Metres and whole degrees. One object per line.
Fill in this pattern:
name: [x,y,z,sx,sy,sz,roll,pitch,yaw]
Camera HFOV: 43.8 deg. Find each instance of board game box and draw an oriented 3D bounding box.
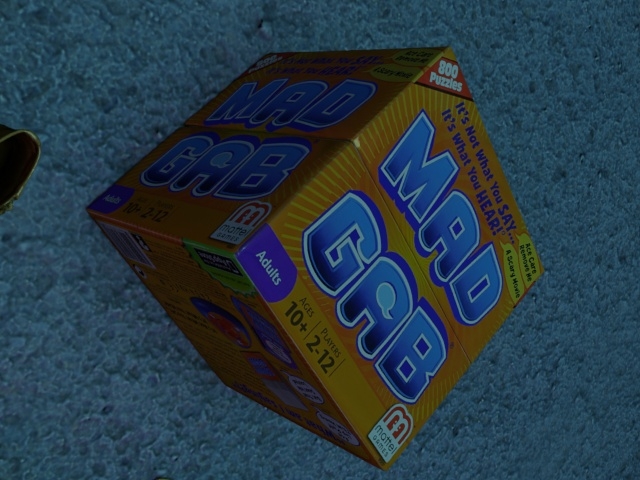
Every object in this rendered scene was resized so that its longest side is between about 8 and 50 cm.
board game box: [0.000,0.000,1.035,0.356,0.357,0.356,-46,124,-23]

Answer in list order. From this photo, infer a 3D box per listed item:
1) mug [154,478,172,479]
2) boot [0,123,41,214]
mug: [-0.230,0.386,1.128,0.064,0.078,0.062,24,116,-31]
boot: [-0.416,-0.013,0.786,0.295,0.211,0.104,-53,125,-19]
